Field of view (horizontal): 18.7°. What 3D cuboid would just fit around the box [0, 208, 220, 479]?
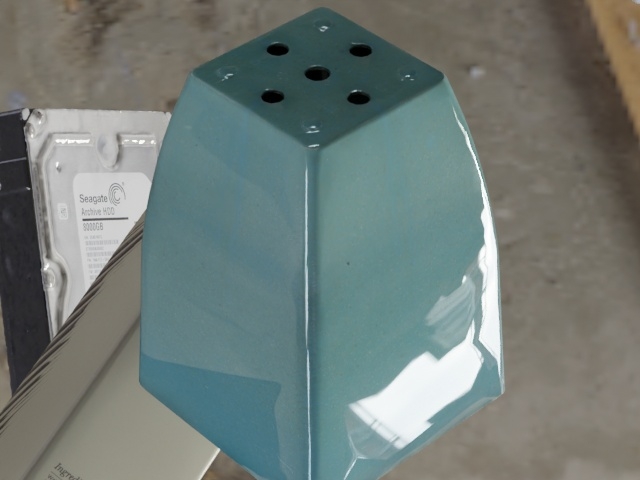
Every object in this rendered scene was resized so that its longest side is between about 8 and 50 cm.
[{"bbox_3d":[-0.131,0.115,1.273,0.113,0.094,0.275,44,71,-26],"label":"box"}]

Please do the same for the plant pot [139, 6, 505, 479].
[{"bbox_3d":[0.000,0.000,1.131,0.165,0.165,0.234,-30,138,-31],"label":"plant pot"}]

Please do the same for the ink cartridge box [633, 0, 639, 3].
[{"bbox_3d":[0.162,-0.252,1.131,0.127,0.176,0.128,28,118,-31],"label":"ink cartridge box"}]

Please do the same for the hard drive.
[{"bbox_3d":[-0.204,0.046,1.831,0.237,0.064,0.339,-3,84,-59],"label":"hard drive"}]
